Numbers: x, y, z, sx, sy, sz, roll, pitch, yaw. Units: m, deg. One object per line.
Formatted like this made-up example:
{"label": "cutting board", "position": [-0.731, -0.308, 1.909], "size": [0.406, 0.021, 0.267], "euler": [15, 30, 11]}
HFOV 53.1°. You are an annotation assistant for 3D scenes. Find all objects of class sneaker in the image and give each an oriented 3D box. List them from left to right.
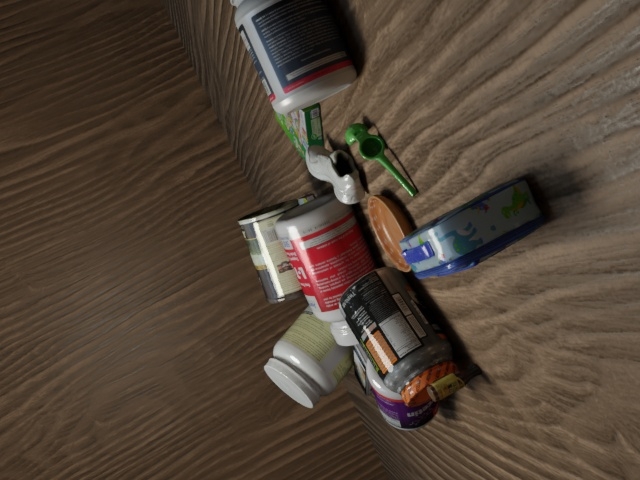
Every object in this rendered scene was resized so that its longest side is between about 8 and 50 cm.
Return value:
{"label": "sneaker", "position": [0.039, -0.201, 1.665], "size": [0.232, 0.090, 0.115], "euler": [44, 152, 36]}

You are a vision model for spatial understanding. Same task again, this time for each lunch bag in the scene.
{"label": "lunch bag", "position": [0.221, -0.009, 0.978], "size": [0.090, 0.176, 0.219], "euler": [64, 168, 3]}

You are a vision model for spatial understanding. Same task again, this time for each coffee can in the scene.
{"label": "coffee can", "position": [-0.119, 0.032, 2.005], "size": [0.201, 0.201, 0.275], "euler": [-163, 54, -75]}

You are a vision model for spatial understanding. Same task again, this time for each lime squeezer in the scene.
{"label": "lime squeezer", "position": [0.105, -0.195, 1.410], "size": [0.310, 0.059, 0.110], "euler": [49, 161, 51]}

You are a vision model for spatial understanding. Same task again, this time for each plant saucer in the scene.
{"label": "plant saucer", "position": [0.176, -0.021, 1.519], "size": [0.200, 0.037, 0.200], "euler": [59, 167, 23]}

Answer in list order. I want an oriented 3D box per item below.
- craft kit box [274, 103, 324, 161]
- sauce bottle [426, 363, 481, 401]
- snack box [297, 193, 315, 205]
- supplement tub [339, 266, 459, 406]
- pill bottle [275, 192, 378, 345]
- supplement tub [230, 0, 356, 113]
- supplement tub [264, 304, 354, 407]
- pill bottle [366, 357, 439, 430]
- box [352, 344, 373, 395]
{"label": "craft kit box", "position": [-0.070, -0.368, 1.842], "size": [0.250, 0.061, 0.246], "euler": [82, 162, -57]}
{"label": "sauce bottle", "position": [0.303, 0.319, 1.450], "size": [0.042, 0.128, 0.042], "euler": [60, 169, 19]}
{"label": "snack box", "position": [-0.035, -0.111, 2.283], "size": [0.100, 0.037, 0.141], "euler": [66, 169, -7]}
{"label": "supplement tub", "position": [0.197, 0.239, 1.594], "size": [0.316, 0.193, 0.193], "euler": [58, 168, 29]}
{"label": "pill bottle", "position": [0.046, 0.085, 1.854], "size": [0.408, 0.229, 0.229], "euler": [66, 169, -11]}
{"label": "supplement tub", "position": [-0.059, -0.416, 1.318], "size": [0.272, 0.191, 0.191], "euler": [66, 169, -8]}
{"label": "supplement tub", "position": [-0.002, 0.344, 2.048], "size": [0.235, 0.325, 0.235], "euler": [34, 156, 18]}
{"label": "pill bottle", "position": [0.239, 0.414, 1.796], "size": [0.181, 0.181, 0.323], "euler": [55, 171, 39]}
{"label": "box", "position": [0.193, 0.366, 1.970], "size": [0.087, 0.169, 0.290], "euler": [61, 170, 28]}
